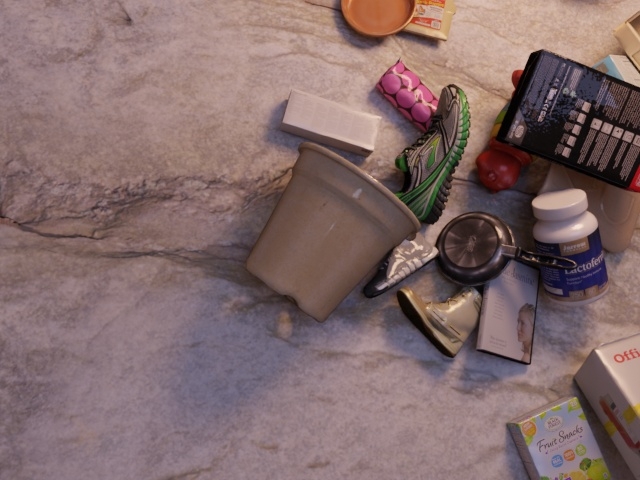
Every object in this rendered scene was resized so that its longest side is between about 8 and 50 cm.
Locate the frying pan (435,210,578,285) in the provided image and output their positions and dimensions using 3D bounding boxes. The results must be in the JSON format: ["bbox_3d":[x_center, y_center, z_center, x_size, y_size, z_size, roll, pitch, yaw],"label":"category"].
[{"bbox_3d":[0.418,0.046,1.585,0.326,0.053,0.197,36,87,34],"label":"frying pan"}]

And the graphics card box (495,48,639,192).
[{"bbox_3d":[0.639,-0.283,1.581,0.371,0.094,0.232,19,99,-6],"label":"graphics card box"}]

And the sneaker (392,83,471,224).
[{"bbox_3d":[0.269,-0.217,1.613,0.147,0.134,0.343,17,98,-4],"label":"sneaker"}]

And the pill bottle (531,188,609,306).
[{"bbox_3d":[0.607,0.015,1.614,0.153,0.153,0.264,-25,110,-16],"label":"pill bottle"}]

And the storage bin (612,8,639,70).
[{"bbox_3d":[0.944,-0.523,1.751,0.260,0.123,0.262,-36,89,-33],"label":"storage bin"}]

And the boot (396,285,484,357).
[{"bbox_3d":[0.301,0.157,1.608,0.165,0.077,0.213,-43,95,-16],"label":"boot"}]

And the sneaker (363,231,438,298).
[{"bbox_3d":[0.169,0.040,1.611,0.229,0.086,0.132,-30,80,-26],"label":"sneaker"}]

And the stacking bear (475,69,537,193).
[{"bbox_3d":[0.504,-0.261,1.702,0.164,0.175,0.288,30,85,22],"label":"stacking bear"}]

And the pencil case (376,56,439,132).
[{"bbox_3d":[0.249,-0.369,1.708,0.209,0.095,0.098,46,58,-2],"label":"pencil case"}]

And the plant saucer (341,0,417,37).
[{"bbox_3d":[0.155,-0.624,1.749,0.200,0.037,0.199,-1,75,3],"label":"plant saucer"}]

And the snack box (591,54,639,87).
[{"bbox_3d":[0.866,-0.403,1.772,0.322,0.060,0.187,-12,73,-43],"label":"snack box"}]

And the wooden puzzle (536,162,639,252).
[{"bbox_3d":[0.732,-0.185,1.742,0.322,0.080,0.347,30,79,-20],"label":"wooden puzzle"}]

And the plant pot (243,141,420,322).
[{"bbox_3d":[0.000,0.000,1.478,0.334,0.334,0.305,36,85,-2],"label":"plant pot"}]

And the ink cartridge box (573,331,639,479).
[{"bbox_3d":[0.832,0.411,1.544,0.280,0.160,0.384,-13,54,-14],"label":"ink cartridge box"}]

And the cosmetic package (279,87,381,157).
[{"bbox_3d":[0.026,-0.294,1.658,0.239,0.060,0.098,17,77,-8],"label":"cosmetic package"}]

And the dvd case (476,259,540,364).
[{"bbox_3d":[0.471,0.168,1.635,0.181,0.022,0.252,19,73,-29],"label":"dvd case"}]

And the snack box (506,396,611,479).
[{"bbox_3d":[0.575,0.507,1.592,0.175,0.070,0.207,-20,81,-14],"label":"snack box"}]

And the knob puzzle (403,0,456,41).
[{"bbox_3d":[0.276,-0.644,1.799,0.213,0.030,0.213,2,75,-6],"label":"knob puzzle"}]
